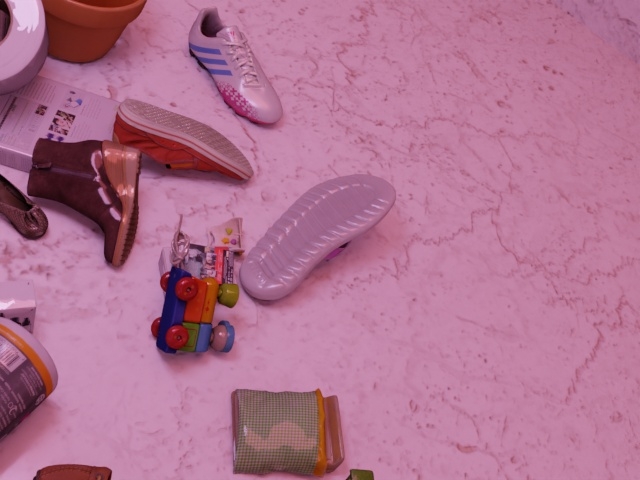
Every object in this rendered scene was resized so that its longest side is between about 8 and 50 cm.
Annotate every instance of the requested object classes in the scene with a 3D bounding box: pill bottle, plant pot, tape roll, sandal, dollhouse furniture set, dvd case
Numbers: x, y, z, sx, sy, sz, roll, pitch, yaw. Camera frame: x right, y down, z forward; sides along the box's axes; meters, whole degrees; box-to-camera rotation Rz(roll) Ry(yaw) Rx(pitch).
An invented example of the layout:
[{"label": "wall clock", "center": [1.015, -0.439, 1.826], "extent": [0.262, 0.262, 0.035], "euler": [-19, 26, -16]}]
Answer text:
[{"label": "pill bottle", "center": [-0.549, 0.256, 1.212], "extent": [0.162, 0.162, 0.278], "euler": [36, 49, 6]}, {"label": "plant pot", "center": [-0.548, -0.542, 1.810], "extent": [0.291, 0.203, 0.290], "euler": [17, 47, -19]}, {"label": "tape roll", "center": [-0.652, -0.410, 1.543], "extent": [0.246, 0.169, 0.246], "euler": [0, 91, -17]}, {"label": "sandal", "center": [-0.011, -0.009, 1.714], "extent": [0.416, 0.102, 0.169], "euler": [-36, 58, -27]}, {"label": "dollhouse furniture set", "center": [-0.036, 0.362, 1.361], "extent": [0.198, 0.151, 0.301], "euler": [7, 51, -19]}, {"label": "dvd case", "center": [-0.226, 0.046, 1.544], "extent": [0.120, 0.013, 0.087], "euler": [11, 49, -18]}]

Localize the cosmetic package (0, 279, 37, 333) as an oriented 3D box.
[{"label": "cosmetic package", "center": [-0.603, 0.124, 1.335], "extent": [0.239, 0.099, 0.060], "euler": [-5, 56, -26]}]

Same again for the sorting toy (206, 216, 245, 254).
[{"label": "sorting toy", "center": [-0.197, -0.004, 1.660], "extent": [0.075, 0.045, 0.083], "euler": [2, 53, -14]}]

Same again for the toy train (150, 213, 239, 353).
[{"label": "toy train", "center": [-0.212, 0.086, 1.474], "extent": [0.143, 0.105, 0.247], "euler": [11, 90, -30]}]

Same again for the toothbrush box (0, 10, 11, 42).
[{"label": "toothbrush box", "center": [-0.735, -0.589, 1.773], "extent": [0.122, 0.206, 0.283], "euler": [9, 51, -17]}]

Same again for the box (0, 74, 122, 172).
[{"label": "box", "center": [-0.584, -0.241, 1.665], "extent": [0.322, 0.058, 0.232], "euler": [18, 48, -12]}]

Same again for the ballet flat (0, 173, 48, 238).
[{"label": "ballet flat", "center": [-0.618, -0.097, 1.531], "extent": [0.250, 0.058, 0.084], "euler": [39, 48, 9]}]

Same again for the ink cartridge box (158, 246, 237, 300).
[{"label": "ink cartridge box", "center": [-0.242, 0.066, 1.570], "extent": [0.135, 0.056, 0.099], "euler": [0, 54, -24]}]

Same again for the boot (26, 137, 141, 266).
[{"label": "boot", "center": [-0.461, -0.077, 1.559], "extent": [0.207, 0.090, 0.248], "euler": [4, 79, -2]}]

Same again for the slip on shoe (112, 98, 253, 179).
[{"label": "slip on shoe", "center": [-0.293, -0.198, 1.723], "extent": [0.331, 0.101, 0.123], "euler": [19, 29, -33]}]

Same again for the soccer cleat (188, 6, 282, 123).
[{"label": "soccer cleat", "center": [-0.203, -0.421, 1.919], "extent": [0.116, 0.143, 0.331], "euler": [-29, 70, -38]}]

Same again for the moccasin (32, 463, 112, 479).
[{"label": "moccasin", "center": [-0.341, 0.502, 1.136], "extent": [0.147, 0.139, 0.380], "euler": [0, 44, -13]}]
